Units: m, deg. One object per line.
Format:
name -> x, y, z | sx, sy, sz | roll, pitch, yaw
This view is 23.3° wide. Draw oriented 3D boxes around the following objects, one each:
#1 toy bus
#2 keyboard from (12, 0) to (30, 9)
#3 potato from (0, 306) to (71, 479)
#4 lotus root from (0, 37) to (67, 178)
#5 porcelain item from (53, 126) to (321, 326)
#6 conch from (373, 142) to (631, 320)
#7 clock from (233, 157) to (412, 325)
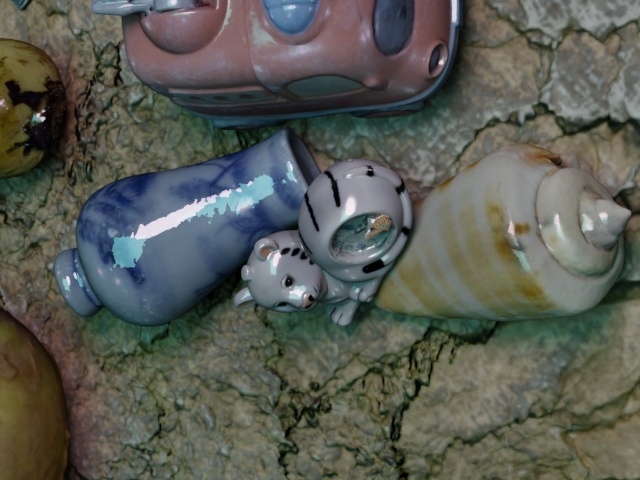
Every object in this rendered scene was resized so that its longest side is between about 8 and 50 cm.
toy bus -> -0.037, -0.202, 1.336 | 0.294, 0.232, 0.197 | -2, 90, 22
keyboard -> -0.263, -0.313, 1.540 | 0.055, 0.014, 0.176 | 45, 107, 11
potato -> -0.345, 0.181, 1.475 | 0.237, 0.289, 0.301 | -49, 38, -1
lotus root -> -0.340, -0.130, 1.522 | 0.214, 0.138, 0.138 | 4, 93, 32
porcelain item -> -0.122, -0.010, 1.435 | 0.259, 0.141, 0.141 | -24, 82, 11
conch -> 0.144, 0.007, 1.326 | 0.255, 0.127, 0.158 | -22, 85, 22
clock -> 0.000, 0.000, 1.352 | 0.176, 0.117, 0.080 | -61, 39, 36
